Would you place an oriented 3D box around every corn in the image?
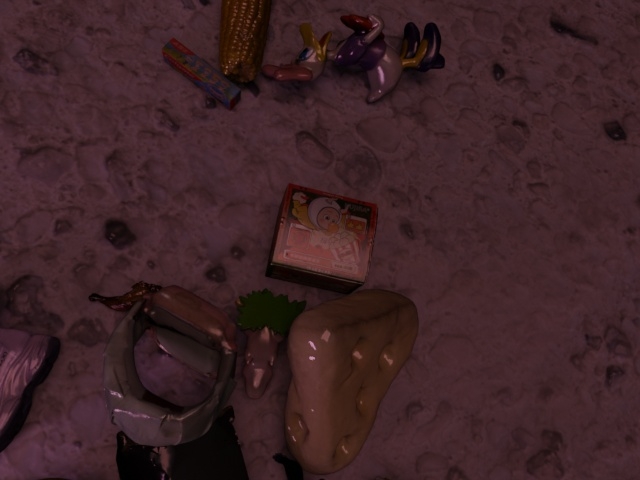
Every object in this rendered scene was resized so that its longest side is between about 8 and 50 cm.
[{"bbox_3d":[-0.174,-0.538,1.231,0.120,0.120,0.364,8,76,-9],"label":"corn"}]

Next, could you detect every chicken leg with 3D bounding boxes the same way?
[{"bbox_3d":[-0.388,0.115,1.068,0.144,0.037,0.062,-13,57,-15],"label":"chicken leg"}]

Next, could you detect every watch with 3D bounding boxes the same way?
[{"bbox_3d":[-0.271,0.229,0.937,0.253,0.162,0.241,25,43,19],"label":"watch"}]

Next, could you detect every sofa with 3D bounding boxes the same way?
[{"bbox_3d":[-0.244,0.444,0.970,0.200,0.182,0.259,-13,79,-32],"label":"sofa"}]

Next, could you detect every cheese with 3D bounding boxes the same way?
[{"bbox_3d":[0.077,0.263,1.063,0.328,0.129,0.351,-20,118,-44],"label":"cheese"}]

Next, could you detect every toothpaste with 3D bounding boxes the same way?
[{"bbox_3d":[-0.267,-0.379,1.196,0.193,0.070,0.044,37,74,0],"label":"toothpaste"}]

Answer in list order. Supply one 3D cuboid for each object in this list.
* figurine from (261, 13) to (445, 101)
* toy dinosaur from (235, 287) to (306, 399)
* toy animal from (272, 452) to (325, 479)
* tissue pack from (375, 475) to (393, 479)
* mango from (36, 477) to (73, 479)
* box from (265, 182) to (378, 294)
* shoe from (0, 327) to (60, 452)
[{"bbox_3d":[0.081,-0.427,1.243,0.420,0.154,0.193,-1,111,-19],"label":"figurine"},{"bbox_3d":[-0.097,0.196,1.059,0.152,0.177,0.194,4,48,-11],"label":"toy dinosaur"},{"bbox_3d":[-0.036,0.478,1.012,0.108,0.062,0.220,-36,113,9],"label":"toy animal"},{"bbox_3d":[0.151,0.525,1.009,0.099,0.149,0.106,23,73,-4],"label":"tissue pack"},{"bbox_3d":[-0.401,0.570,0.866,0.225,0.201,0.382,-29,86,-25],"label":"mango"},{"bbox_3d":[0.000,0.000,1.113,0.194,0.148,0.178,14,73,-8],"label":"box"},{"bbox_3d":[-0.592,0.271,0.963,0.137,0.095,0.245,21,70,-2],"label":"shoe"}]
